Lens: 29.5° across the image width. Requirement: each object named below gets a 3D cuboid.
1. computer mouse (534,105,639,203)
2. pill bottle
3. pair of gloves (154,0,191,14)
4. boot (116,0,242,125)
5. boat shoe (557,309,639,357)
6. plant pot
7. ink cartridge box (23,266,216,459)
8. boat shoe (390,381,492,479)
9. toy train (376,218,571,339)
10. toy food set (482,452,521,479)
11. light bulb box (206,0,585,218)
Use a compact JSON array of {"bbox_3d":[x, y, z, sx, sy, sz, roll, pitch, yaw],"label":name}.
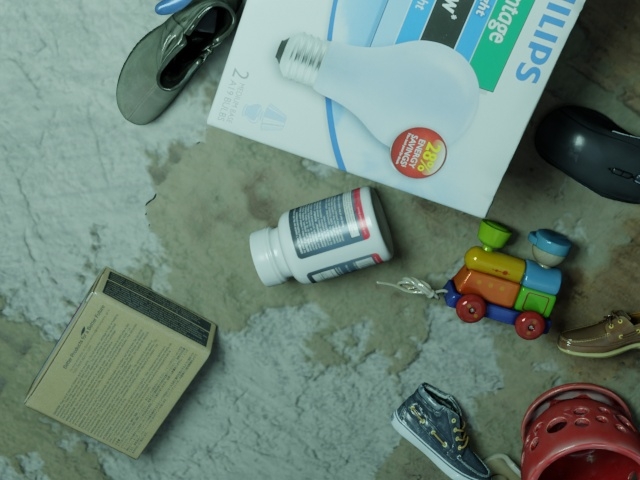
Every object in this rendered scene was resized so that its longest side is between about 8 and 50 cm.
[{"bbox_3d":[0.430,-0.122,1.616,0.262,0.060,0.184,29,116,-13],"label":"computer mouse"},{"bbox_3d":[0.000,0.000,1.669,0.180,0.108,0.108,-17,116,11],"label":"pill bottle"},{"bbox_3d":[-0.164,-0.368,1.470,0.159,0.023,0.198,-2,79,13],"label":"pair of gloves"},{"bbox_3d":[-0.190,-0.224,1.526,0.083,0.161,0.246,35,114,-15],"label":"boot"},{"bbox_3d":[0.427,0.127,1.750,0.178,0.064,0.060,-7,113,-1],"label":"boat shoe"},{"bbox_3d":[0.385,0.320,1.788,0.191,0.174,0.191,1,117,1],"label":"plant pot"},{"bbox_3d":[-0.293,0.182,1.788,0.193,0.088,0.234,30,116,-12],"label":"ink cartridge box"},{"bbox_3d":[0.199,0.296,1.827,0.183,0.065,0.083,37,112,1],"label":"boat shoe"},{"bbox_3d":[0.217,0.033,1.689,0.248,0.105,0.143,17,107,-7],"label":"toy train"},{"bbox_3d":[0.255,0.495,1.932,0.306,0.092,0.220,-39,110,20],"label":"toy food set"},{"bbox_3d":[0.094,-0.269,1.456,0.361,0.225,0.358,18,117,-6],"label":"light bulb box"}]
